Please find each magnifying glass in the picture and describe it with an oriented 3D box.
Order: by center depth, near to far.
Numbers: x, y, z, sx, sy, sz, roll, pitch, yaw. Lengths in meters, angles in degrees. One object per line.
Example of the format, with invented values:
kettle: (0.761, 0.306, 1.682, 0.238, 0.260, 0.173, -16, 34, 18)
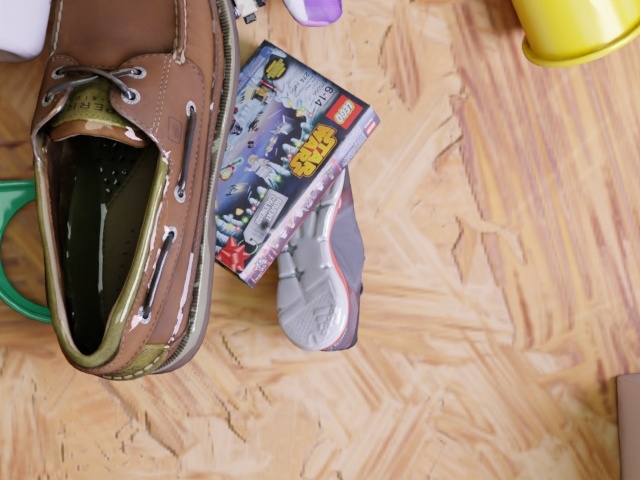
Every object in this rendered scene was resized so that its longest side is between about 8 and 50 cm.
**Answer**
magnifying glass: (-0.226, -0.017, 1.025, 0.231, 0.026, 0.092, 23, 85, -13)

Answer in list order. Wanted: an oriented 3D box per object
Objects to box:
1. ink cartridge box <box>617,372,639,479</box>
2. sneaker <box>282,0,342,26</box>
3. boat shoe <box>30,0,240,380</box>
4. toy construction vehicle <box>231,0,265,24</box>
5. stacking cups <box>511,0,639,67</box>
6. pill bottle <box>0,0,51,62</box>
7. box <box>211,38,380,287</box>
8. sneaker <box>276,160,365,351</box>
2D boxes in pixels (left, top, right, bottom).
ink cartridge box: (0.285, 0.153, 1.054, 0.128, 0.176, 0.127, -4, 94, -11)
sneaker: (0.018, -0.253, 1.024, 0.104, 0.095, 0.236, 2, 90, 3)
boat shoe: (-0.114, -0.071, 0.969, 0.110, 0.104, 0.307, -6, 85, 18)
toy construction vehicle: (-0.085, -0.157, 1.049, 0.086, 0.035, 0.098, -27, 93, 1)
stacking cups: (0.118, -0.264, 0.999, 0.096, 0.096, 0.316, -31, 118, -10)
pill bottle: (-0.214, -0.230, 0.967, 0.131, 0.131, 0.229, 9, 89, -12)
box: (-0.040, -0.050, 1.035, 0.094, 0.027, 0.137, 34, 82, 25)
sneaker: (0.000, 0.000, 1.061, 0.061, 0.065, 0.158, -7, 72, 26)
